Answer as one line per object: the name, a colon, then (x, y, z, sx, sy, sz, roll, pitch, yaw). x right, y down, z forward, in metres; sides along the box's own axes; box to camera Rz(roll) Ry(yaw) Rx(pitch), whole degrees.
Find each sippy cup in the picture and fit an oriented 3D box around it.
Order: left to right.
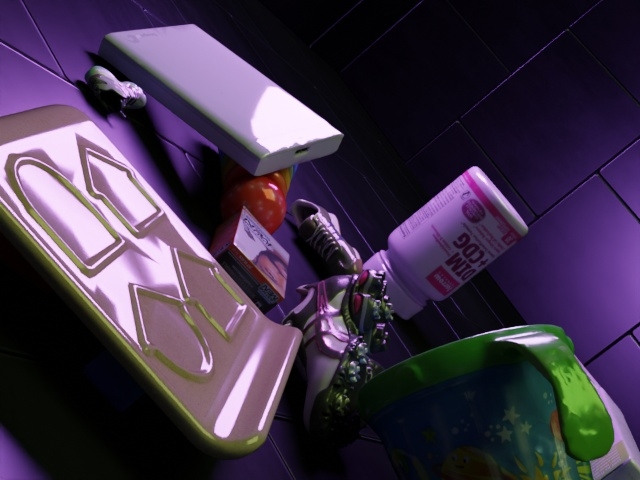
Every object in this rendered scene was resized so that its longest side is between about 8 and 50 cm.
sippy cup: (0.179, 0.231, 1.103, 0.305, 0.240, 0.224, 53, 19, -68)

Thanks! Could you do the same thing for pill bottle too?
pill bottle: (0.227, 0.010, 1.972, 0.160, 0.283, 0.160, 47, 12, -13)

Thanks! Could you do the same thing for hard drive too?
hard drive: (-0.140, -0.208, 1.519, 0.307, 0.040, 0.203, 39, 32, 20)

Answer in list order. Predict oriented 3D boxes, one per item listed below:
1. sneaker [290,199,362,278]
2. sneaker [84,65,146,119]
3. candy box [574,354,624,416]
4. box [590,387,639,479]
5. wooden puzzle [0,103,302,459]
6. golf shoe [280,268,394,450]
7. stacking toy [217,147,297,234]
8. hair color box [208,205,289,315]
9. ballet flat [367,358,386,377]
sneaker: (0.000, 0.000, 1.721, 0.086, 0.064, 0.192, 33, 19, -34)
sneaker: (-0.257, -0.178, 1.368, 0.098, 0.038, 0.069, 22, 30, -47)
candy box: (0.440, 0.326, 1.997, 0.165, 0.196, 0.070, 52, 12, 13)
box: (0.334, 0.335, 1.480, 0.058, 0.232, 0.322, 49, 12, 0)
wooden puzzle: (-0.177, 0.028, 0.932, 0.348, 0.080, 0.322, 44, 12, -5)
golf shoe: (0.008, 0.139, 1.240, 0.273, 0.120, 0.105, -69, 153, -55)
stacking toy: (-0.088, -0.097, 1.541, 0.141, 0.141, 0.330, 45, 18, -22)
hair color box: (-0.088, 0.026, 1.313, 0.093, 0.053, 0.167, 48, 13, -14)
ballet flat: (0.037, 0.171, 1.379, 0.173, 0.057, 0.049, 32, 61, -54)
